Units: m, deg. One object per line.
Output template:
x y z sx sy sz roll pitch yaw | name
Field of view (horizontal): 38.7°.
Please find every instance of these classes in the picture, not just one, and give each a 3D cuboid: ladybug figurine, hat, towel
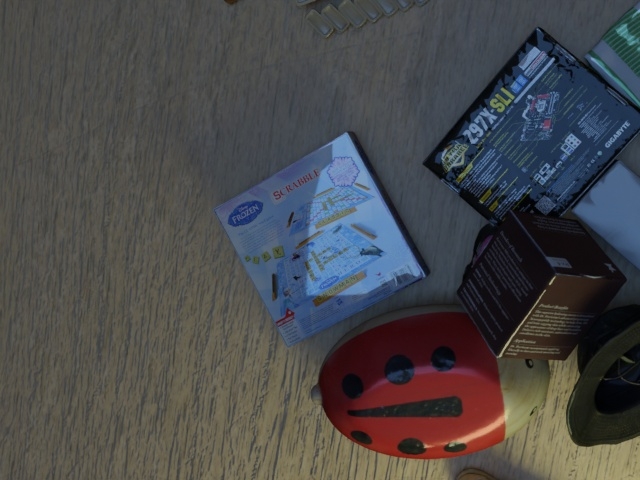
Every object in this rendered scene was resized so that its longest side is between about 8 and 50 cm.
0.201 0.278 1.689 0.450 0.162 0.304 -10 104 10 | ladybug figurine
0.533 0.212 1.621 0.331 0.331 0.134 -53 43 14 | hat
0.661 -0.350 1.591 0.325 0.038 0.248 -43 84 15 | towel

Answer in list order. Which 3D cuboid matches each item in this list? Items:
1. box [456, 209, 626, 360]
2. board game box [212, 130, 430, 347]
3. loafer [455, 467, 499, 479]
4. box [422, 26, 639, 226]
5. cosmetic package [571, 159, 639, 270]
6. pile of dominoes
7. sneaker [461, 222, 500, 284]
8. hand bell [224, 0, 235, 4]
0.378 0.082 1.587 0.203 0.169 0.167 -62 36 31 | box
0.000 0.000 1.787 0.319 0.066 0.317 -28 89 16 | board game box
0.376 0.530 1.732 0.269 0.092 0.101 22 101 11 | loafer
0.384 -0.178 1.646 0.257 0.079 0.322 42 111 9 | box
0.574 -0.024 1.618 0.238 0.107 0.127 45 105 9 | cosmetic package
0.064 -0.505 1.718 0.251 0.040 0.195 -17 113 14 | pile of dominoes
0.318 0.041 1.691 0.077 0.072 0.178 12 138 0 | sneaker
-0.112 -0.554 1.754 0.126 0.126 0.242 45 118 6 | hand bell
